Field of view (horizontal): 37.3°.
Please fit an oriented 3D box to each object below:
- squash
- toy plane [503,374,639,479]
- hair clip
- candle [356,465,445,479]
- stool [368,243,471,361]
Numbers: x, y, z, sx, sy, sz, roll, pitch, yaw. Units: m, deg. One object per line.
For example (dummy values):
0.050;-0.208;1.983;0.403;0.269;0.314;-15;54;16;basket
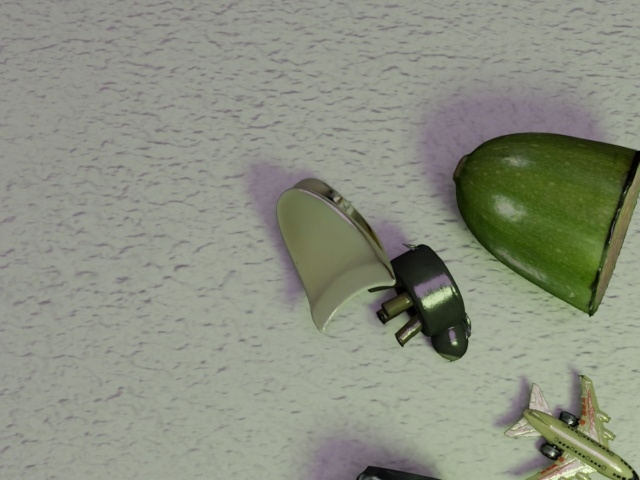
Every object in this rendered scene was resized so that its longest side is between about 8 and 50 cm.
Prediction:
0.388;-0.051;1.703;0.309;0.310;0.310;17;79;21;squash
0.459;0.366;1.698;0.244;0.092;0.229;33;79;3;toy plane
0.010;0.006;1.723;0.172;0.113;0.282;-37;76;16;hair clip
0.129;0.559;1.590;0.221;0.221;0.342;14;80;1;candle
0.182;0.120;1.699;0.139;0.153;0.228;-29;82;-6;stool
